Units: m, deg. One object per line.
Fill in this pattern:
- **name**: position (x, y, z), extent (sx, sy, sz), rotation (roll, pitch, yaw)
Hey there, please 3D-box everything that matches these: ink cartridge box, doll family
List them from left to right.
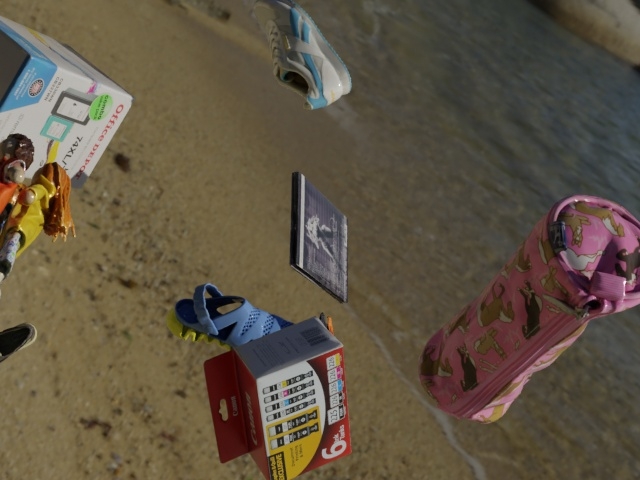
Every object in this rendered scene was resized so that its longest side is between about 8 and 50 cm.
- **doll family**: position (-0.333, -0.010, 0.955), extent (0.118, 0.263, 0.163), rotation (44, 49, -28)
- **ink cartridge box**: position (-0.489, -0.231, 1.558), extent (0.197, 0.198, 0.270), rotation (37, 10, 22)
- **ink cartridge box**: position (-0.087, 0.358, 2.033), extent (0.271, 0.309, 0.130), rotation (-19, 35, -21)

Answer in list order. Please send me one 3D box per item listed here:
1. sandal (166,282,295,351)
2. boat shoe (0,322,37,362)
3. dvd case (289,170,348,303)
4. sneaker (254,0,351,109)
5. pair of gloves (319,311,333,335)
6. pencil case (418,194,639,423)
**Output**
- **sandal**: position (-0.189, 0.186, 2.181), extent (0.317, 0.138, 0.126), rotation (14, 41, -11)
- **boat shoe**: position (-0.564, 0.187, 1.645), extent (0.056, 0.152, 0.049), rotation (53, -15, 6)
- **dvd case**: position (0.000, 0.000, 1.627), extent (0.221, 0.018, 0.165), rotation (41, 45, -59)
- **sneaker**: position (-0.048, -0.323, 1.616), extent (0.092, 0.087, 0.229), rotation (-33, 74, -20)
- **pair of gloves**: position (0.014, 0.209, 2.221), extent (0.083, 0.010, 0.074), rotation (40, 39, -65)
- **pencil case**: position (0.276, 0.104, 1.268), extent (0.167, 0.386, 0.160), rotation (-15, 65, -32)
